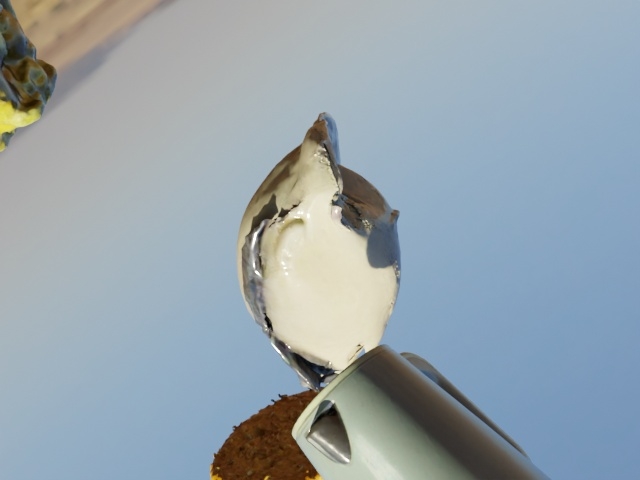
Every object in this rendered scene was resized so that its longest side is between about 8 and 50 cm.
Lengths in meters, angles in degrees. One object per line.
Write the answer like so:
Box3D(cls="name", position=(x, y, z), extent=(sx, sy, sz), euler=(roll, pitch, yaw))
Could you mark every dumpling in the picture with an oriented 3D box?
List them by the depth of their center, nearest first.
Box3D(cls="dumpling", position=(-0.014, 0.008, 1.578), extent=(0.163, 0.293, 0.204), euler=(-18, -138, -15))

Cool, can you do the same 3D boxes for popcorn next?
Box3D(cls="popcorn", position=(-0.336, -0.168, 1.462), extent=(0.155, 0.197, 0.197), euler=(-32, -169, 26))

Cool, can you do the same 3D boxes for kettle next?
Box3D(cls="kettle", position=(0.111, 0.200, 1.344), extent=(0.210, 0.243, 0.160), euler=(-22, 154, -52))

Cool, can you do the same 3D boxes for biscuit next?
Box3D(cls="biscuit", position=(-0.030, 0.263, 2.117), extent=(0.254, 0.035, 0.254), euler=(-19, -158, 8))
